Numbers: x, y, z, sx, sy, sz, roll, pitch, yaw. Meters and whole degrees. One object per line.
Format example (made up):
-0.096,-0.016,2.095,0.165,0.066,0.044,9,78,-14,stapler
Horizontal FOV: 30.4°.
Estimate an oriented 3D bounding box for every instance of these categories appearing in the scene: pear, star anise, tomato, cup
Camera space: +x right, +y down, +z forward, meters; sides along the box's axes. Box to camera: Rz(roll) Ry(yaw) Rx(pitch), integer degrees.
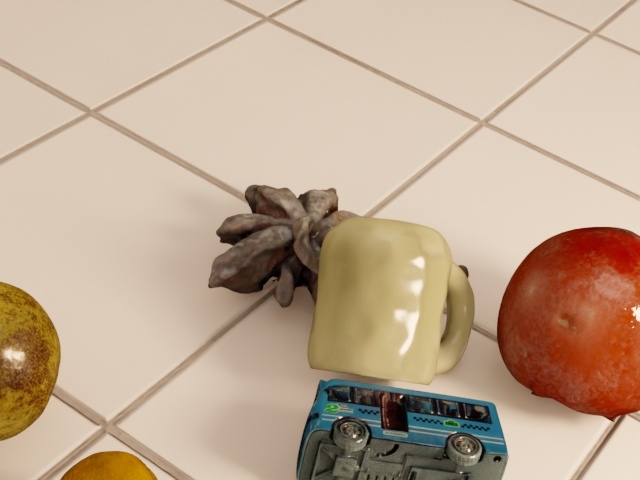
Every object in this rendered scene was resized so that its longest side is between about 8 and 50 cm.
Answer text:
-0.403,0.149,1.408,0.197,0.197,0.197,7,39,-5,pear
0.000,0.000,1.718,0.360,0.139,0.316,-18,53,-31,star anise
0.377,0.102,1.594,0.265,0.264,0.264,7,39,-5,tomato
0.117,0.086,1.558,0.255,0.202,0.173,11,-7,-19,cup

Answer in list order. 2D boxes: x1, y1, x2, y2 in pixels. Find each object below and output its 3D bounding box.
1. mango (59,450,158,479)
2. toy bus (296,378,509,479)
-0.219,0.354,1.192,0.144,0.187,0.359,37,22,-29,mango
0.097,0.251,1.448,0.247,0.113,0.134,9,34,-5,toy bus
